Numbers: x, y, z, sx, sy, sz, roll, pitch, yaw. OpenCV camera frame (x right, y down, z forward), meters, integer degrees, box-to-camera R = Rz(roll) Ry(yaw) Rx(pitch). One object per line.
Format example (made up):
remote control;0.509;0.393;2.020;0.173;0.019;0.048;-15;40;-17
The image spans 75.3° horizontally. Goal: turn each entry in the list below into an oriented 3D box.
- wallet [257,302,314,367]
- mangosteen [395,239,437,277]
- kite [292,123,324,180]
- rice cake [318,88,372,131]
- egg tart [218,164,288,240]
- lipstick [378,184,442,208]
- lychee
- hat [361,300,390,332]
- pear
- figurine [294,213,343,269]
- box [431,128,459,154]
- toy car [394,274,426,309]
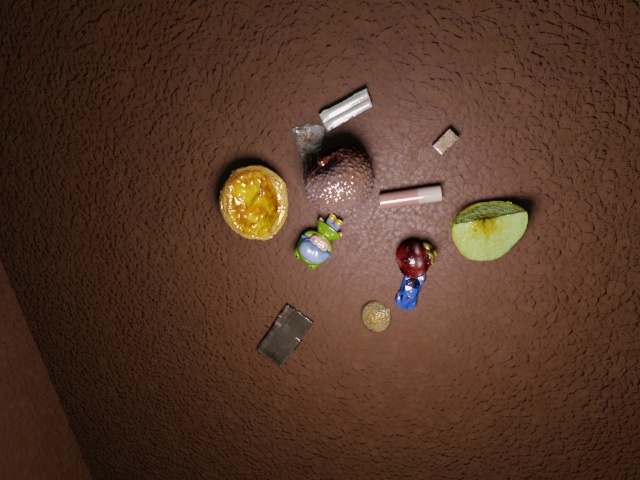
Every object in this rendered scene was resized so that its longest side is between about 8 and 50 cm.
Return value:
wallet;-0.178;0.476;2.074;0.169;0.044;0.316;34;108;3
mangosteen;0.415;0.073;1.781;0.180;0.166;0.166;-21;102;7
kite;-0.046;-0.382;1.804;0.141;0.015;0.244;0;106;13
rice cake;0.105;-0.538;1.714;0.226;0.040;0.085;-25;100;16
egg tart;-0.285;-0.172;1.849;0.342;0.132;0.340;3;106;10
lipstick;0.379;-0.183;1.757;0.255;0.070;0.070;-7;105;13
lychee;0.075;-0.242;1.695;0.300;0.300;0.299;3;107;9
hat;0.252;0.363;1.957;0.146;0.067;0.145;5;73;-15
pear;0.687;-0.032;1.721;0.288;0.139;0.239;-11;119;9
figurine;0.000;0.000;1.855;0.162;0.143;0.263;37;93;-10
box;0.507;-0.399;1.682;0.062;0.045;0.098;44;110;-5
toy car;0.408;0.217;1.877;0.103;0.063;0.216;17;109;5
